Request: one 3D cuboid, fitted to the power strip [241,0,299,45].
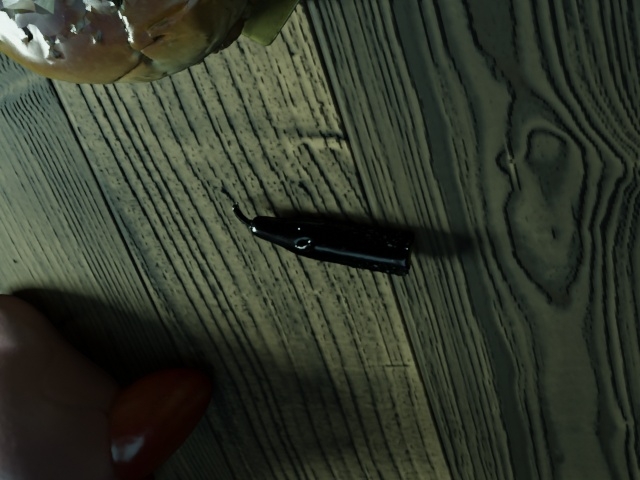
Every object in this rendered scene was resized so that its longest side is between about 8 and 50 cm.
[{"bbox_3d":[0.017,-0.243,0.832,0.044,0.064,0.305,29,133,-10],"label":"power strip"}]

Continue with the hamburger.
[{"bbox_3d":[-0.154,-0.230,0.835,0.286,0.146,0.243,21,115,24],"label":"hamburger"}]

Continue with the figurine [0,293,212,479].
[{"bbox_3d":[-0.283,0.214,1.231,0.261,0.211,0.269,30,132,-7],"label":"figurine"}]

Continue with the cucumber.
[{"bbox_3d":[0.000,0.000,1.066,0.163,0.039,0.043,9,110,10],"label":"cucumber"}]
